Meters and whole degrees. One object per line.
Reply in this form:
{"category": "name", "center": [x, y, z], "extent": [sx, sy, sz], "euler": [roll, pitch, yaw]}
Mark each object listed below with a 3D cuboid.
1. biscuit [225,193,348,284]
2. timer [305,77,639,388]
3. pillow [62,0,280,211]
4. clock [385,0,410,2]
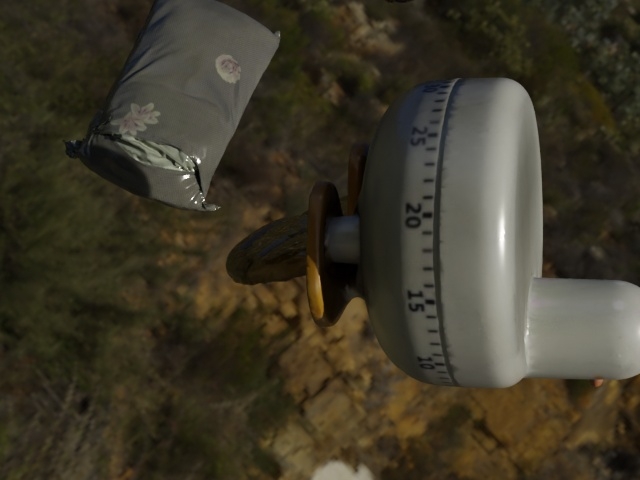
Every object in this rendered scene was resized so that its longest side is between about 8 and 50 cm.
{"category": "biscuit", "center": [-0.001, -0.005, 1.149], "extent": [0.260, 0.203, 0.041], "euler": [-83, 157, -79]}
{"category": "timer", "center": [0.129, -0.003, 0.857], "extent": [0.240, 0.233, 0.233], "euler": [1, -29, 16]}
{"category": "pillow", "center": [-0.144, -0.155, 1.194], "extent": [0.169, 0.255, 0.059], "euler": [23, -27, -6]}
{"category": "clock", "center": [0.133, -0.357, 1.232], "extent": [0.100, 0.195, 0.194], "euler": [36, -29, 9]}
